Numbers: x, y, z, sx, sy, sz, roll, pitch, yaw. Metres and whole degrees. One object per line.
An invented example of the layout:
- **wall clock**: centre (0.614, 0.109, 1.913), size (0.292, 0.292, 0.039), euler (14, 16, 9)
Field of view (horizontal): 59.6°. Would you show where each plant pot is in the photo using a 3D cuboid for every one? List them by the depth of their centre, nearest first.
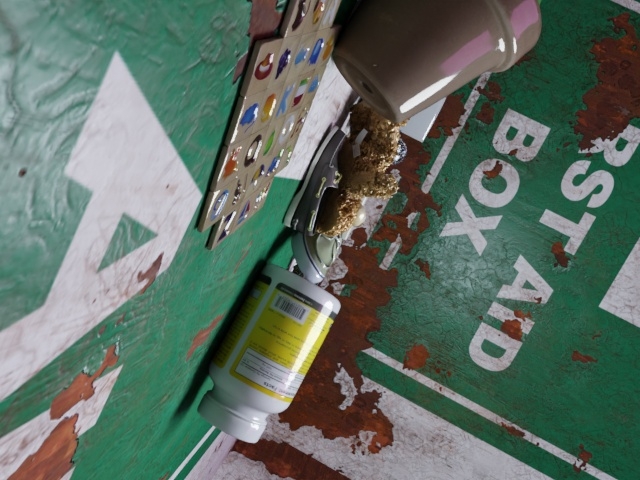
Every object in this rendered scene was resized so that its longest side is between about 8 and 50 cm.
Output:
- **plant pot**: centre (0.147, -0.304, 0.829), size (0.229, 0.263, 0.263), euler (-45, 175, 2)

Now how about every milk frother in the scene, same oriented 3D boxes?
- **milk frother**: centre (0.189, -0.325, 1.789), size (0.134, 0.129, 0.143), euler (-127, -154, -58)

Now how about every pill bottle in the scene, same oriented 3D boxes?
- **pill bottle**: centre (-0.112, 0.232, 1.162), size (0.334, 0.188, 0.188), euler (-61, 175, -8)

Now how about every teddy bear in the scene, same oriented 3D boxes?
- **teddy bear**: centre (0.092, -0.159, 1.207), size (0.245, 0.113, 0.338), euler (3, -105, 49)

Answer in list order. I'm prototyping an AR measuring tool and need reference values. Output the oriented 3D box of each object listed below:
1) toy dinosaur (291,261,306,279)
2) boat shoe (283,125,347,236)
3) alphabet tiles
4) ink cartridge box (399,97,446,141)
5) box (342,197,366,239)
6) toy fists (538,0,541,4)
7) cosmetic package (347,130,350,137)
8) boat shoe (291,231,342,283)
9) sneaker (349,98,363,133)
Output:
- **toy dinosaur**: centre (-0.079, 0.199, 1.600), size (0.218, 0.164, 0.321), euler (-85, 175, -60)
- **boat shoe**: centre (0.004, -0.119, 1.138), size (0.227, 0.069, 0.081), euler (-63, 175, 10)
- **alphabet tiles**: centre (-0.057, -0.155, 0.708), size (0.342, 0.011, 0.285), euler (-65, 173, 30)
- **ink cartridge box**: centre (0.330, -0.472, 1.921), size (0.168, 0.171, 0.232), euler (-65, 175, 28)
- **box**: centre (0.089, -0.149, 1.580), size (0.275, 0.113, 0.094), euler (-63, 176, 19)
- **toy fists**: centre (0.335, -0.536, 1.175), size (0.096, 0.279, 0.142), euler (-94, -174, -62)
- **cosmetic package**: centre (0.112, -0.302, 1.406), size (0.115, 0.041, 0.060), euler (-64, 175, 14)
- **boat shoe**: centre (0.000, 0.000, 1.290), size (0.094, 0.109, 0.302), euler (-26, -161, 12)
- **sneaker**: centre (0.184, -0.362, 1.313), size (0.319, 0.112, 0.131), euler (-57, 157, 17)
